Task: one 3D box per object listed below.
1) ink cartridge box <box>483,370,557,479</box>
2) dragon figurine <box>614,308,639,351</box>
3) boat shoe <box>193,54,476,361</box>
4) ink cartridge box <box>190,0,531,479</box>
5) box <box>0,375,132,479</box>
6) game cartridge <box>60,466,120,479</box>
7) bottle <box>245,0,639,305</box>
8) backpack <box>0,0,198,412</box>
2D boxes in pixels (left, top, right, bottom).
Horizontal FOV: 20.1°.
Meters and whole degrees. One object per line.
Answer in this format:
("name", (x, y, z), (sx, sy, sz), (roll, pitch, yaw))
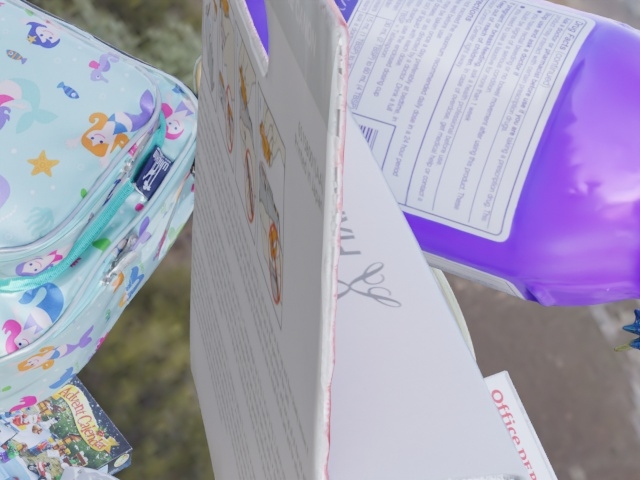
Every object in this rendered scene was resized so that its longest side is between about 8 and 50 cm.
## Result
("ink cartridge box", (0.110, 0.238, 1.747), (0.159, 0.218, 0.092), (66, -29, 13))
("dragon figurine", (0.194, -0.016, 1.013), (0.085, 0.144, 0.289), (41, 8, -31))
("boat shoe", (0.000, 0.000, 1.185), (0.285, 0.104, 0.089), (55, 7, 7))
("ink cartridge box", (0.002, 0.004, 0.546), (0.275, 0.060, 0.239), (-111, -158, -62))
("box", (-0.359, 0.215, 2.185), (0.233, 0.159, 0.044), (48, -29, 23))
("game cartridge", (-0.235, 0.268, 1.883), (0.083, 0.056, 0.017), (19, -9, 13))
("bottle", (0.093, -0.035, 0.731), (0.282, 0.118, 0.092), (19, -10, 23))
("backpack", (-0.213, -0.027, 1.154), (0.225, 0.253, 0.191), (29, -14, 11))
